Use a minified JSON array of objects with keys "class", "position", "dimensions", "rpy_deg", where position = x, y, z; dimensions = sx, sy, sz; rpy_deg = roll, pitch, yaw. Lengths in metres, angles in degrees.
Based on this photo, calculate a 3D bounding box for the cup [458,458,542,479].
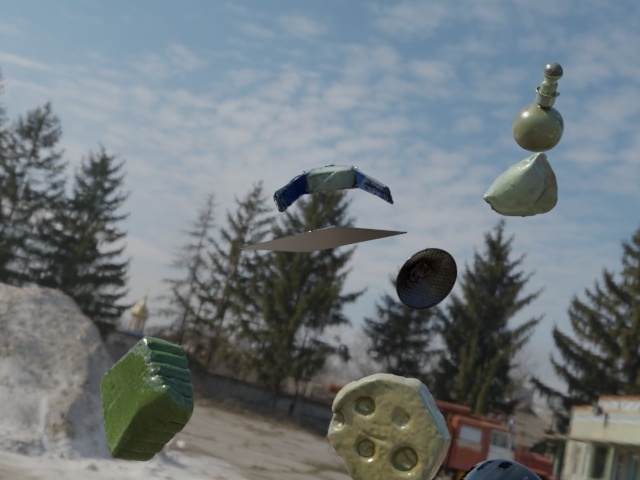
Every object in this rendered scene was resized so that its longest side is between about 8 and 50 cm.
[{"class":"cup","position":[0.257,0.461,1.248],"dimensions":[0.223,0.169,0.176],"rpy_deg":[-43,-16,27]}]

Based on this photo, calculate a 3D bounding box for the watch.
[{"class":"watch","position":[0.054,-0.132,1.877],"dimensions":[0.276,0.068,0.274],"rpy_deg":[-3,13,14]}]

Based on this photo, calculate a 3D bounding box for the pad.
[{"class":"pad","position":[0.000,0.000,1.282],"dimensions":[0.163,0.004,0.243],"rpy_deg":[4,-10,-43]}]

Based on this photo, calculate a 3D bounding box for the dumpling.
[{"class":"dumpling","position":[0.517,-0.136,1.980],"dimensions":[0.149,0.105,0.217],"rpy_deg":[11,-40,-26]}]

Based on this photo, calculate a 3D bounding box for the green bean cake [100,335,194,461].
[{"class":"green bean cake","position":[-0.396,0.359,1.799],"dimensions":[0.124,0.222,0.248],"rpy_deg":[18,-52,-40]}]

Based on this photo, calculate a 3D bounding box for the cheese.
[{"class":"cheese","position":[0.167,0.498,1.990],"dimensions":[0.317,0.327,0.115],"rpy_deg":[16,1,23]}]

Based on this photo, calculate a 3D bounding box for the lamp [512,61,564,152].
[{"class":"lamp","position":[0.396,-0.238,1.396],"dimensions":[0.090,0.091,0.163],"rpy_deg":[12,-53,9]}]

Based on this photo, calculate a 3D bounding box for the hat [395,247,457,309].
[{"class":"hat","position":[0.285,0.095,2.227],"dimensions":[0.193,0.193,0.082],"rpy_deg":[21,13,-28]}]
